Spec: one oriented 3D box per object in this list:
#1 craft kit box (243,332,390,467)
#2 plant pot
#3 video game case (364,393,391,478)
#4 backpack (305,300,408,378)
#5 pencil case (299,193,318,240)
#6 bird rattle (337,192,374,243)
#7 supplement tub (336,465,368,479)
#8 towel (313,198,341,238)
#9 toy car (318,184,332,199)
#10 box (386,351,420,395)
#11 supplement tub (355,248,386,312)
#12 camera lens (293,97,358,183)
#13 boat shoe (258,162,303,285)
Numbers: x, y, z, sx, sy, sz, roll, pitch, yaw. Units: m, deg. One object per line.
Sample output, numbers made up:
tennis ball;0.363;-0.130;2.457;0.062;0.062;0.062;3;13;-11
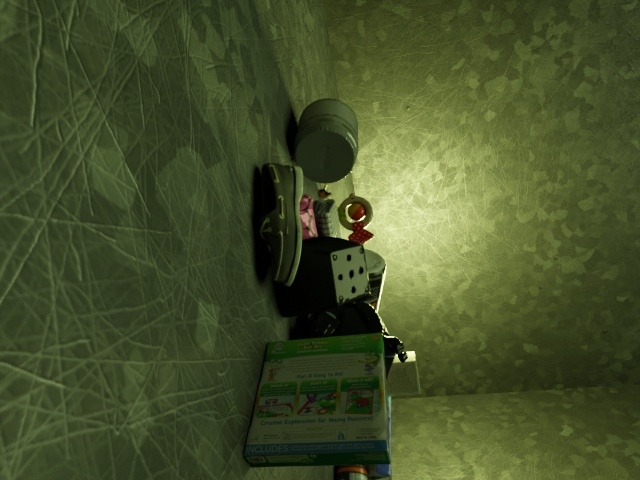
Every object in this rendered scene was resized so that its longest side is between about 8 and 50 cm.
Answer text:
craft kit box;0.001;0.295;0.785;0.246;0.250;0.060;-83;162;-50
plant pot;0.016;0.086;1.031;0.188;0.167;0.187;-11;95;-45
video game case;0.176;0.727;1.508;0.244;0.061;0.269;124;-20;-49
backpack;0.075;0.287;1.191;0.263;0.277;0.213;-92;-159;-61
pencil case;-0.050;-0.028;1.151;0.095;0.098;0.209;-55;136;-75
bird rattle;0.151;-0.103;1.874;0.206;0.254;0.143;-54;157;0
supplement tub;0.103;0.804;1.338;0.197;0.106;0.105;-86;164;-48
towel;0.000;0.000;1.355;0.283;0.122;0.234;-68;150;-72
toy car;0.026;-0.208;1.804;0.122;0.060;0.040;-52;165;-66
box;0.250;0.565;1.719;0.121;0.312;0.147;-29;111;-78
supplement tub;0.136;0.203;1.588;0.193;0.194;0.315;-78;175;-61
camera lens;0.022;-0.353;1.437;0.274;0.220;0.219;-84;163;-51
boat shoe;-0.097;-0.044;0.943;0.109;0.091;0.304;137;-42;-56
